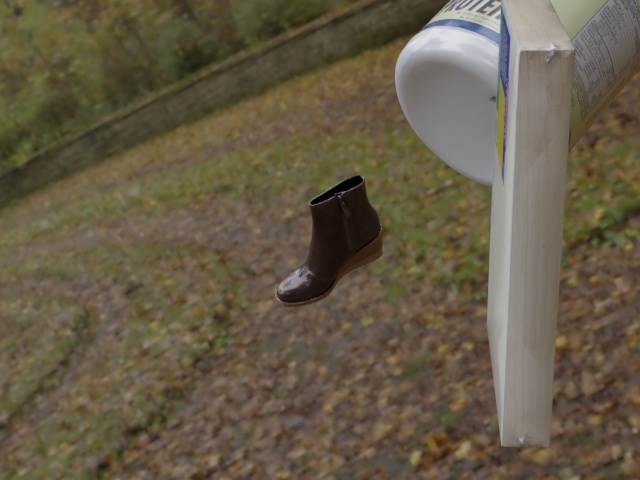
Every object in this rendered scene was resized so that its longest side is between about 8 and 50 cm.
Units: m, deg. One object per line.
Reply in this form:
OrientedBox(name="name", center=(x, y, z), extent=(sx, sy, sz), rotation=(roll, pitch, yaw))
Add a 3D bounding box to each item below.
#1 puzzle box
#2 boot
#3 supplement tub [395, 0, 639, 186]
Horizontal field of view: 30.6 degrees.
OrientedBox(name="puzzle box", center=(0.211, -0.031, 1.206), extent=(0.052, 0.409, 0.272), rotation=(1, 23, 5))
OrientedBox(name="boot", center=(0.000, 0.000, 2.228), extent=(0.248, 0.207, 0.090), rotation=(-30, 44, -10))
OrientedBox(name="supplement tub", center=(0.274, -0.247, 1.466), extent=(0.325, 0.235, 0.235), rotation=(-47, 21, -25))
